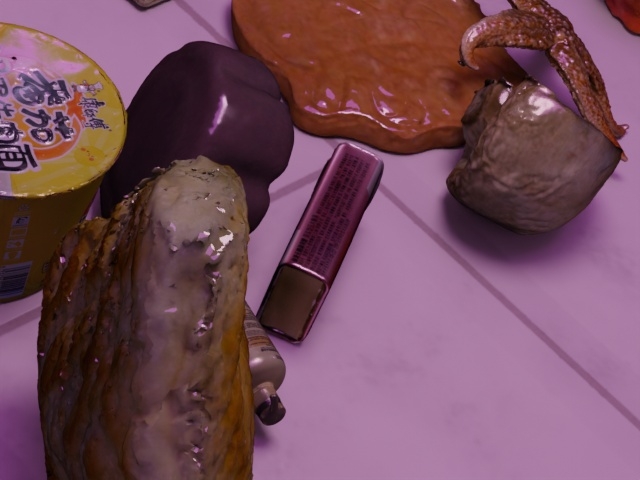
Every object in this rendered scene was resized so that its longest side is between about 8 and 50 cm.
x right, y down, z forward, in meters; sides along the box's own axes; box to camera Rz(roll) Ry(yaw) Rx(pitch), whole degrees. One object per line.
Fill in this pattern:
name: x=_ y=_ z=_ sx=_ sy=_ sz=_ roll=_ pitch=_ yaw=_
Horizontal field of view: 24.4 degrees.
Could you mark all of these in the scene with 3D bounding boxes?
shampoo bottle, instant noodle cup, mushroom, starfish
shampoo bottle: x=-0.085 y=0.125 z=1.545 sx=0.079 sy=0.079 sz=0.162 roll=-15 pitch=55 yaw=-31
instant noodle cup: x=-0.345 y=-0.074 z=1.552 sx=0.264 sy=0.200 sz=0.264 roll=10 pitch=45 yaw=-11
mushroom: x=0.254 y=-0.089 z=1.814 sx=0.189 sy=0.164 sz=0.267 roll=31 pitch=-1 yaw=-10
starfish: x=0.294 y=-0.263 z=1.982 sx=0.327 sy=0.094 sz=0.375 roll=7 pitch=48 yaw=-48

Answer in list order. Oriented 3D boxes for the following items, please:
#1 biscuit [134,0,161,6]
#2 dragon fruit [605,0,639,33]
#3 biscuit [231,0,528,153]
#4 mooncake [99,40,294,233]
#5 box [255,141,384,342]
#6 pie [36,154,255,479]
biscuit: x=-0.263 y=-0.395 z=2.007 sx=0.199 sy=0.040 sz=0.121 roll=40 pitch=50 yaw=20
dragon fruit: x=0.543 y=-0.426 z=2.244 sx=0.291 sy=0.189 sz=0.290 roll=11 pitch=53 yaw=-15
biscuit: x=0.080 y=-0.266 z=1.994 sx=0.385 sy=0.062 sz=0.365 roll=-9 pitch=52 yaw=-27
mooncake: x=-0.139 y=-0.097 z=1.633 sx=0.133 sy=0.245 sz=0.245 roll=19 pitch=40 yaw=-34
box: x=0.000 y=0.000 z=1.670 sx=0.069 sy=0.120 sz=0.224 roll=26 pitch=43 yaw=0
pie: x=-0.144 y=0.135 z=1.255 sx=0.180 sy=0.418 sz=0.395 roll=1 pitch=82 yaw=-14
